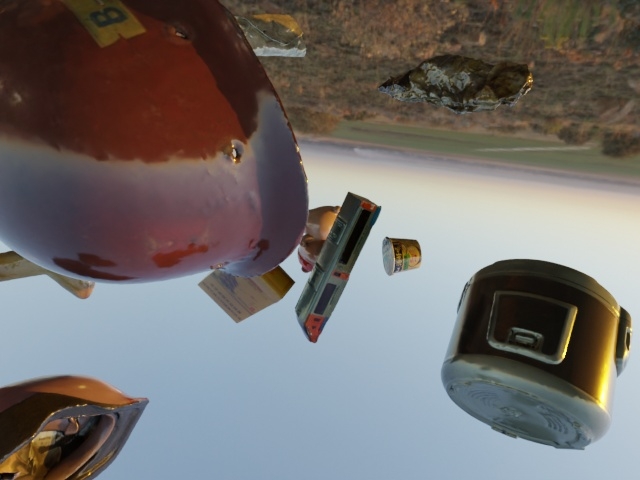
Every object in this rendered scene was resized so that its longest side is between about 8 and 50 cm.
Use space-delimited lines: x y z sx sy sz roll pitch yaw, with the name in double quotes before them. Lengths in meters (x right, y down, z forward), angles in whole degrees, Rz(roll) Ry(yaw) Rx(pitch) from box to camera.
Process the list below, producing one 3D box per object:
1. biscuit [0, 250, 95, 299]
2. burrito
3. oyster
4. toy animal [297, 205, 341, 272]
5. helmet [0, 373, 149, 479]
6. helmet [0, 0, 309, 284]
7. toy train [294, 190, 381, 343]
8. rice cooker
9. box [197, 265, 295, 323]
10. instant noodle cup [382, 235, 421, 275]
"biscuit" -0.574 0.040 0.929 0.207 0.164 0.047 21 -170 -38
"burrito" -0.113 -0.400 0.849 0.060 0.087 0.226 -6 -163 40
"oyster" 0.259 -0.325 0.899 0.344 0.129 0.078 20 165 41
"toy animal" 0.000 0.000 1.296 0.171 0.198 0.171 -10 -164 3
"helmet" -0.385 0.260 0.585 0.154 0.198 0.253 35 -165 12
"helmet" -0.225 -0.085 0.435 0.230 0.338 0.385 -26 -119 -39
"toy train" 0.027 0.075 1.127 0.089 0.410 0.086 18 -166 -28
"rice cooker" 0.442 0.217 0.908 0.334 0.325 0.335 22 151 13
"box" -0.214 0.121 1.220 0.274 0.174 0.076 -34 -166 46
"instant noodle cup" 0.310 0.054 1.656 0.122 0.152 0.151 -6 -168 -6
